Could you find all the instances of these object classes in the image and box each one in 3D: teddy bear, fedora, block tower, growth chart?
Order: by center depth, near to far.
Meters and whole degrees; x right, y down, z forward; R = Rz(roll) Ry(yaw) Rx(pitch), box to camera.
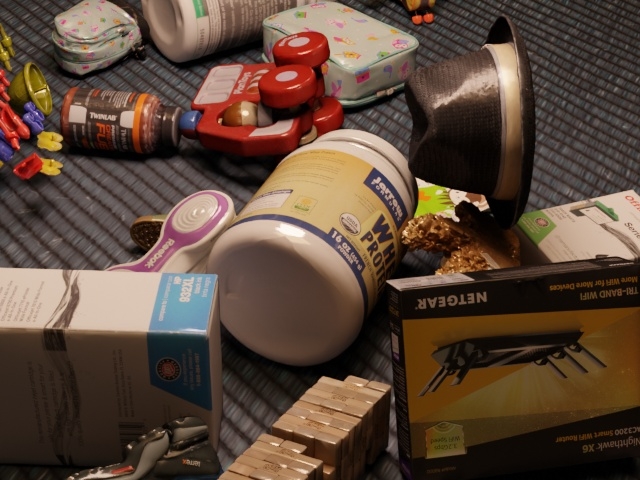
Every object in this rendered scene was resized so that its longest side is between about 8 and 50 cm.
[{"bbox_3d":[-0.028,0.271,1.384,0.091,0.097,0.335,11,24,25],"label":"block tower"},{"bbox_3d":[0.217,0.068,1.655,0.245,0.113,0.338,26,23,-24],"label":"teddy bear"},{"bbox_3d":[0.198,-0.162,1.683,0.153,0.334,0.334,-3,36,-1],"label":"fedora"},{"bbox_3d":[0.217,-0.084,1.990,0.237,0.021,0.172,-16,41,-21],"label":"growth chart"}]

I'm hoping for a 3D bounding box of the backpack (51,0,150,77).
[{"bbox_3d":[-0.439,-0.397,2.320,0.152,0.115,0.182,28,46,28],"label":"backpack"}]

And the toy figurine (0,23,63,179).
[{"bbox_3d":[-0.569,-0.180,1.967,0.217,0.191,0.362,-34,32,9],"label":"toy figurine"}]

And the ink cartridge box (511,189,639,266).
[{"bbox_3d":[0.413,0.018,1.794,0.219,0.092,0.160,-13,39,-18],"label":"ink cartridge box"}]

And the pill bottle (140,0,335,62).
[{"bbox_3d":[-0.158,-0.494,2.385,0.361,0.204,0.204,-21,42,-27],"label":"pill bottle"}]

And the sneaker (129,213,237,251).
[{"bbox_3d":[-0.190,-0.014,1.851,0.192,0.064,0.086,8,29,9],"label":"sneaker"}]

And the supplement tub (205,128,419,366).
[{"bbox_3d":[0.000,0.000,1.691,0.228,0.228,0.316,14,38,17],"label":"supplement tub"}]

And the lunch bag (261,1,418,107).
[{"bbox_3d":[0.043,-0.358,2.285,0.224,0.108,0.279,-24,44,-38],"label":"lunch bag"}]

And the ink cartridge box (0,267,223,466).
[{"bbox_3d":[-0.280,0.158,1.470,0.308,0.223,0.129,2,35,1],"label":"ink cartridge box"}]

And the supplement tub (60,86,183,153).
[{"bbox_3d":[-0.341,-0.206,2.067,0.198,0.106,0.106,6,36,7],"label":"supplement tub"}]

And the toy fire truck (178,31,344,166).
[{"bbox_3d":[-0.106,-0.230,2.071,0.254,0.169,0.302,-4,34,15],"label":"toy fire truck"}]

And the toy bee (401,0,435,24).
[{"bbox_3d":[0.184,-0.537,2.528,0.195,0.162,0.298,-6,11,4],"label":"toy bee"}]

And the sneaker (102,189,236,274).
[{"bbox_3d":[-0.220,0.072,1.692,0.305,0.152,0.114,-42,53,-14],"label":"sneaker"}]

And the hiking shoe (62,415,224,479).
[{"bbox_3d":[-0.241,0.317,1.347,0.304,0.113,0.132,-28,85,-10],"label":"hiking shoe"}]

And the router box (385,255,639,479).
[{"bbox_3d":[0.243,0.156,1.469,0.309,0.242,0.081,-6,8,-9],"label":"router box"}]
